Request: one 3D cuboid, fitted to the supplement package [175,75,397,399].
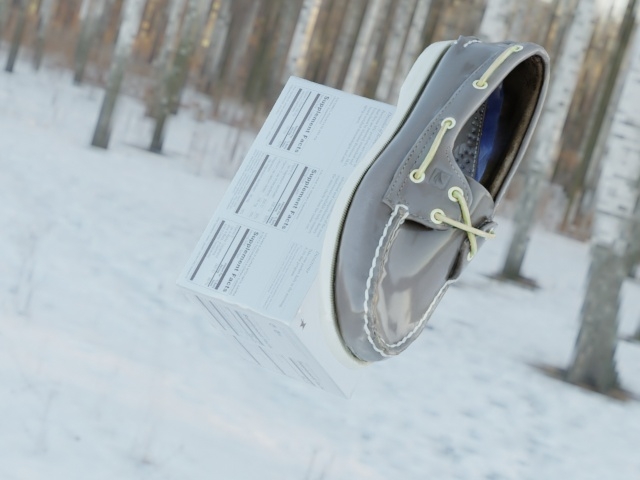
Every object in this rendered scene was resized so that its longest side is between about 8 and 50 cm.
[{"bbox_3d":[0.000,0.000,1.635,0.145,0.261,0.204,19,-19,28],"label":"supplement package"}]

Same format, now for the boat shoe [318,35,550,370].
[{"bbox_3d":[0.096,-0.038,1.233,0.097,0.324,0.116,-2,-42,37],"label":"boat shoe"}]
